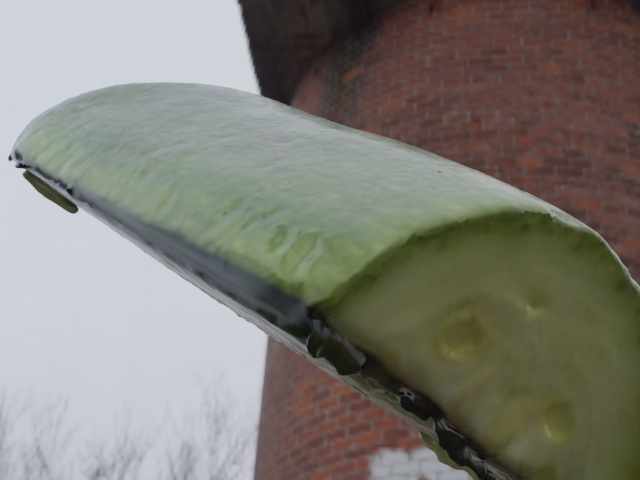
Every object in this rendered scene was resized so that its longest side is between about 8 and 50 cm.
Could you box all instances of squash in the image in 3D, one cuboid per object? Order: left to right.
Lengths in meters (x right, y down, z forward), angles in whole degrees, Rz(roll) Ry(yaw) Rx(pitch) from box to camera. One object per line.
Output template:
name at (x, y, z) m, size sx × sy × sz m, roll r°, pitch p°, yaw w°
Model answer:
squash at (0.000, 0.000, 0.491) m, size 0.169 × 0.093 × 0.252 m, roll 38°, pitch -7°, yaw -36°
